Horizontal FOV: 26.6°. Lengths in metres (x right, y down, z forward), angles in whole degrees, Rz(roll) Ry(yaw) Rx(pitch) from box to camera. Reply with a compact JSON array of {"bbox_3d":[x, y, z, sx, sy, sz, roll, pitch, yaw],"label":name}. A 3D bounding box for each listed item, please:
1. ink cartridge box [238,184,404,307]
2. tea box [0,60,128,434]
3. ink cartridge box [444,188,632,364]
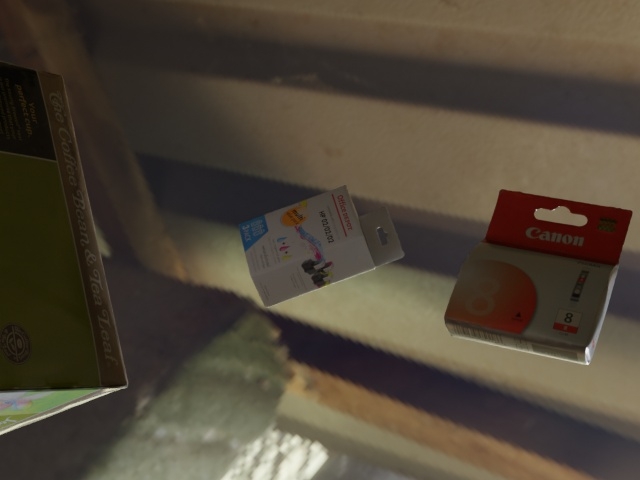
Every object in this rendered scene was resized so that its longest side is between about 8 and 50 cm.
[{"bbox_3d":[0.000,0.000,1.652,0.104,0.181,0.061,-108,177,-49],"label":"ink cartridge box"},{"bbox_3d":[-0.384,0.010,1.230,0.220,0.323,0.329,-23,-107,31],"label":"tea box"},{"bbox_3d":[0.218,0.025,1.337,0.145,0.179,0.045,11,-25,23],"label":"ink cartridge box"}]
